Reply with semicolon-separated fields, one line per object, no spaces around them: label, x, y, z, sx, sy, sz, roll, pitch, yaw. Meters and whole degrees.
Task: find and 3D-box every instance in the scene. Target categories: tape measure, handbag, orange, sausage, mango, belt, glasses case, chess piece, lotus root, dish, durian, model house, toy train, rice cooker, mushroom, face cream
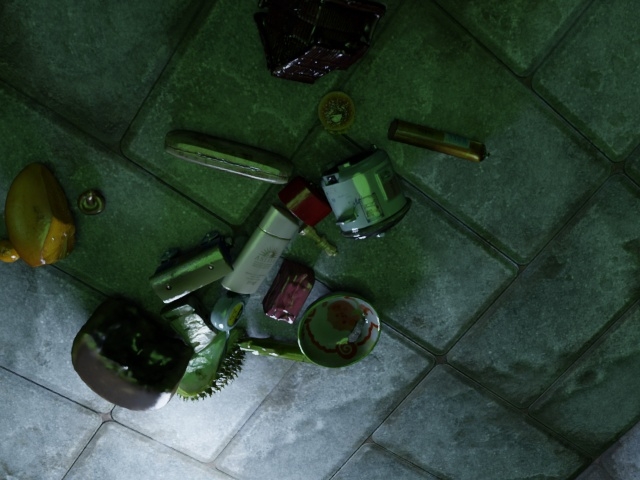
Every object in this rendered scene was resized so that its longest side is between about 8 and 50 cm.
tape measure;-0.370;0.332;1.782;0.084;0.164;0.330;24;89;26
handbag;-0.119;0.187;1.788;0.135;0.146;0.225;24;107;-19
orange;-1.091;0.037;1.695;0.083;0.070;0.083;-1;106;-3
sausage;0.419;-0.340;1.668;0.371;0.082;0.082;12;109;-10
mango;-0.931;-0.080;1.606;0.199;0.201;0.350;-13;105;-31
belt;-0.041;-0.139;1.660;0.124;0.128;0.201;-41;141;11
glasses case;-0.295;-0.275;1.592;0.425;0.156;0.098;14;110;-10
chess piece;0.000;0.000;1.775;0.172;0.060;0.060;39;103;-19
lotus root;-0.482;0.294;1.797;0.119;0.138;0.235;-30;129;1
dish;0.064;0.322;1.869;0.324;0.124;0.324;-4;113;-11
durian;-0.426;0.494;1.923;0.198;0.163;0.394;44;100;22
model house;-0.019;-0.624;1.481;0.317;0.297;0.282;-10;128;-41
toy train;-0.442;0.080;1.690;0.299;0.202;0.131;-26;112;4
rice cooker;0.152;-0.146;1.620;0.264;0.316;0.317;-9;119;45
mushroom;-0.772;-0.138;1.647;0.088;0.073;0.129;46;136;-4
face cream;-0.204;0.035;1.732;0.173;0.081;0.348;16;114;-53

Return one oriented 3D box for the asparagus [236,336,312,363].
asparagus;-0.161;0.428;1.908;0.343;0.085;0.082;10;96;-10

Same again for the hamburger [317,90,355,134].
hamburger;0.053;-0.421;1.604;0.126;0.081;0.141;0;110;-5

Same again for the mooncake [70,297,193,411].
mooncake;-0.684;0.408;1.764;0.393;0.246;0.394;-7;116;14
